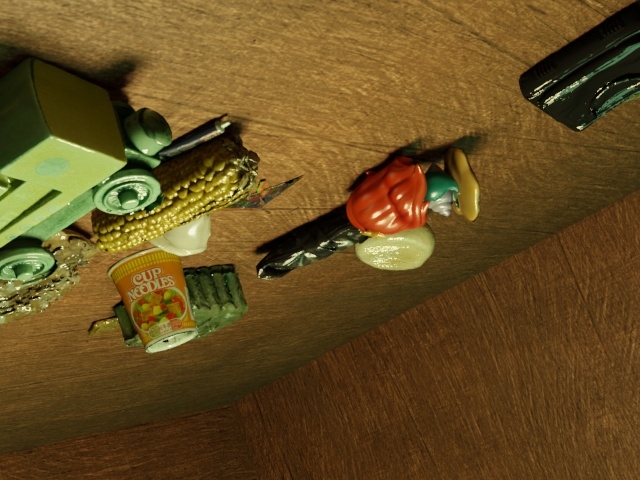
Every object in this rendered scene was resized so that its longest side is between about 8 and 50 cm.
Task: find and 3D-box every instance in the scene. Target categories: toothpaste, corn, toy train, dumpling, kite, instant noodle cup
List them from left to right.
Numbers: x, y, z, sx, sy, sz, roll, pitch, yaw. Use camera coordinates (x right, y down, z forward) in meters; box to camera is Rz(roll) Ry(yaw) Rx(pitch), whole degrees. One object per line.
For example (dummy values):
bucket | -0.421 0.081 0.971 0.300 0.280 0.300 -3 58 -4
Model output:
toy train | -0.394 -0.077 1.190 0.397 0.160 0.253 -29 156 23
instant noodle cup | -0.341 0.130 1.890 0.168 0.185 0.168 -20 165 -6
dumpling | -0.265 -0.032 1.620 0.134 0.100 0.169 -4 160 -9
corn | -0.242 -0.077 1.481 0.318 0.115 0.115 -24 165 15
toothpaste | -0.201 -0.158 1.421 0.140 0.021 0.037 -24 164 17
kite | -0.118 -0.087 1.793 0.190 0.010 0.159 -21 164 -7

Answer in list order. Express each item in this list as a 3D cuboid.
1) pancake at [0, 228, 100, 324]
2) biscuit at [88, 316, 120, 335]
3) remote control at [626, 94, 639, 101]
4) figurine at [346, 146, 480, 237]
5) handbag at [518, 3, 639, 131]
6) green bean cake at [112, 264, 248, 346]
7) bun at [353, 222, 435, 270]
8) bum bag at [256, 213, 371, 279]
pancake | -0.573 0.073 1.593 0.382 0.071 0.382 -24 165 -7
biscuit | -0.527 0.210 2.224 0.081 0.018 0.083 -14 163 -30
remote control | 0.672 -0.344 1.940 0.344 0.050 0.145 -19 164 -13
figurine | 0.194 -0.102 1.912 0.257 0.181 0.208 -16 -157 -16
handbag | 0.547 -0.315 1.730 0.275 0.088 0.244 -34 149 30
green bean cake | -0.329 0.161 2.137 0.241 0.132 0.255 -28 164 34
bun | 0.188 -0.011 2.289 0.222 0.127 0.222 7 156 3
bum bag | 0.000 0.000 2.097 0.340 0.095 0.144 -25 -169 18
